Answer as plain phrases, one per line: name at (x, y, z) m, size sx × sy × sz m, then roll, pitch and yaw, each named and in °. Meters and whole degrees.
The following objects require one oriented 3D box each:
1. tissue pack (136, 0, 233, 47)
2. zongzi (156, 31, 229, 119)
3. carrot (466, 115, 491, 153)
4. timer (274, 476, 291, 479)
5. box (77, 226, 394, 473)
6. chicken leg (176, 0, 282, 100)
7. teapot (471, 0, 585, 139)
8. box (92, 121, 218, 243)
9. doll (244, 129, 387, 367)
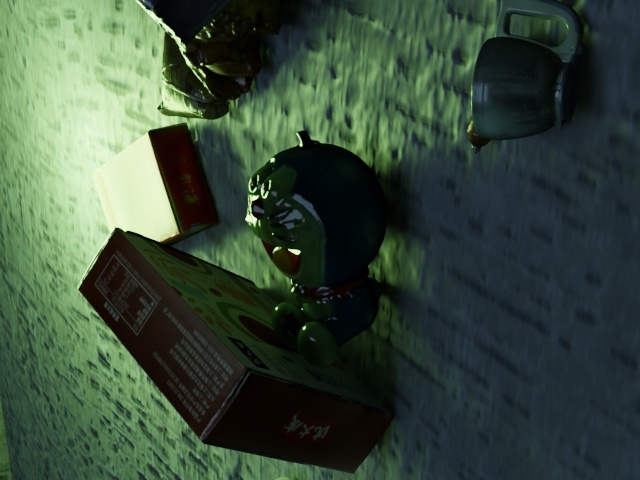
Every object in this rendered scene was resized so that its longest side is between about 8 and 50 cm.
tissue pack at (-0.131, -0.442, 1.275) m, size 0.242 × 0.343 × 0.125 m, roll 46°, pitch -179°, yaw 36°
zongzi at (-0.213, -0.293, 1.677) m, size 0.160 × 0.078 × 0.176 m, roll 13°, pitch 106°, yaw 46°
carrot at (0.201, -0.165, 1.156) m, size 0.035 × 0.035 × 0.142 m, roll 43°, pitch 130°, yaw 38°
timer at (-0.051, 0.556, 1.784) m, size 0.178 × 0.078 × 0.253 m, roll 47°, pitch 139°, yaw 32°
box at (-0.129, 0.166, 1.495) m, size 0.385 × 0.344 × 0.122 m, roll 40°, pitch 99°, yaw 41°
chicken leg at (-0.191, -0.366, 1.550) m, size 0.409 × 0.182 × 0.295 m, roll 34°, pitch 146°, yaw 49°
teapot at (0.228, -0.177, 1.069) m, size 0.108 × 0.149 × 0.111 m, roll 9°, pitch 156°, yaw 24°
box at (-0.323, -0.084, 1.904) m, size 0.313 × 0.089 × 0.197 m, roll -19°, pitch 89°, yaw 56°
doll at (0.000, 0.000, 1.384) m, size 0.198 × 0.186 × 0.322 m, roll 33°, pitch 138°, yaw 52°
